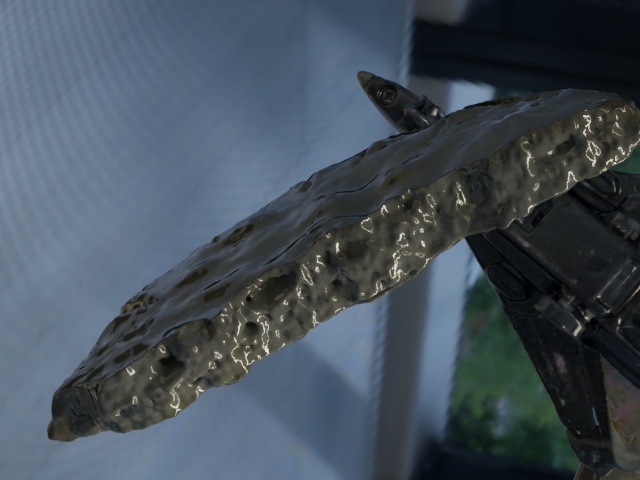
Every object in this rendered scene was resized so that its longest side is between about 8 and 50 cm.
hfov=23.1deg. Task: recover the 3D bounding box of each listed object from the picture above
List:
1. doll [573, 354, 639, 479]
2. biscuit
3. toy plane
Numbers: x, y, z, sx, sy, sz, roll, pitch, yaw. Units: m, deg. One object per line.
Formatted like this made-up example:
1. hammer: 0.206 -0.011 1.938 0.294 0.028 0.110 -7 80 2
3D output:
1. doll: 0.309 0.168 1.257 0.226 0.215 0.370 87 11 -63
2. biscuit: -0.001 -0.002 0.704 0.290 0.038 0.141 -30 -162 5
3. toy plane: 0.137 -0.019 1.007 0.204 0.316 0.103 -49 168 2
